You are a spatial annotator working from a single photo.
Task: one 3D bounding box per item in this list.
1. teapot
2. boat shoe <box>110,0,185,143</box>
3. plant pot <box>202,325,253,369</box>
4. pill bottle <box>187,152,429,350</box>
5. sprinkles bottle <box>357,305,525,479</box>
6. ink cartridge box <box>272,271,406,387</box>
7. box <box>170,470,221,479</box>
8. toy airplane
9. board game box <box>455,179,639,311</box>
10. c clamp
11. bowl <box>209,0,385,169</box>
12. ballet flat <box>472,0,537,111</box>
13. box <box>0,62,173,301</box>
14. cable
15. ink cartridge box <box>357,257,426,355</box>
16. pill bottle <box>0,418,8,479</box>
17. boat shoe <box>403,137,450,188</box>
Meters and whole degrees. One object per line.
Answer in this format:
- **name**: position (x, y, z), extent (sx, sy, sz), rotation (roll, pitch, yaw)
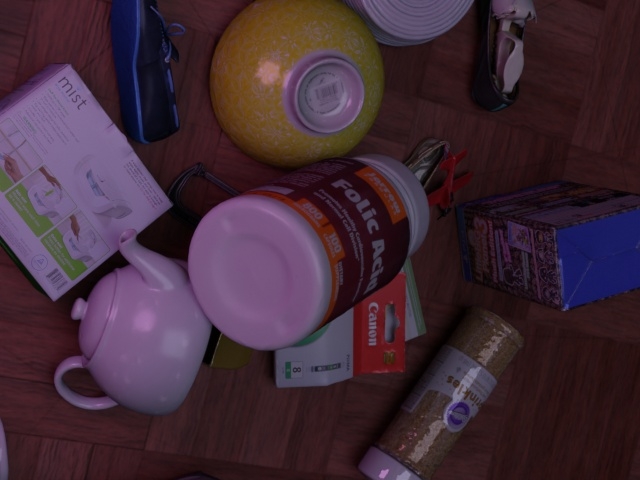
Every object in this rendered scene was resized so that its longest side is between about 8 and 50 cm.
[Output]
- **teapot**: position (-0.279, 0.133, 1.834), extent (0.187, 0.252, 0.256), rotation (18, 79, -17)
- **boat shoe**: position (-0.258, -0.278, 1.861), extent (0.089, 0.109, 0.258), rotation (-14, 120, -31)
- **plant pot**: position (-0.151, 0.163, 1.979), extent (0.083, 0.081, 0.081), rotation (20, 88, -37)
- **pill bottle**: position (0.000, 0.000, 1.847), extent (0.392, 0.224, 0.224), rotation (-29, 113, -57)
- **sprinkles bottle**: position (0.210, 0.284, 2.147), extent (0.121, 0.121, 0.355), rotation (40, 79, -25)
- **ink cartridge box**: position (0.033, 0.147, 2.036), extent (0.225, 0.056, 0.180), rotation (-1, 104, -6)
- **box**: position (-0.279, 0.592, 1.929), extent (0.318, 0.097, 0.394), rotation (-11, 103, -38)
- **toy airplane**: position (0.219, -0.101, 2.116), extent (0.151, 0.028, 0.151), rotation (-29, 136, -32)
- **board game box**: position (0.408, 0.001, 2.105), extent (0.232, 0.291, 0.141), rotation (-13, 104, -23)
- **c clamp**: position (-0.163, -0.070, 1.971), extent (0.161, 0.022, 0.137), rotation (27, 91, -28)
- **bowl**: position (-0.012, -0.236, 1.919), extent (0.290, 0.156, 0.289), rotation (-7, 109, -21)
- **ballet flat**: position (0.323, -0.359, 2.120), extent (0.095, 0.096, 0.280), rotation (0, 97, -26)
- **box**: position (-0.388, -0.088, 1.797), extent (0.231, 0.127, 0.262), rotation (-42, 113, -16)
- **cable**: position (0.147, -0.447, 2.025), extent (0.257, 0.089, 0.257), rotation (-5, 100, -25)
- **ink cartridge box**: position (0.052, 0.113, 2.083), extent (0.235, 0.056, 0.171), rotation (-20, 106, -24)
- **pill bottle**: position (-0.562, 0.314, 1.776), extent (0.209, 0.119, 0.119), rotation (-6, 100, -25)
- **boat shoe**: position (0.163, -0.110, 2.106), extent (0.056, 0.048, 0.153), rotation (44, 78, -24)
